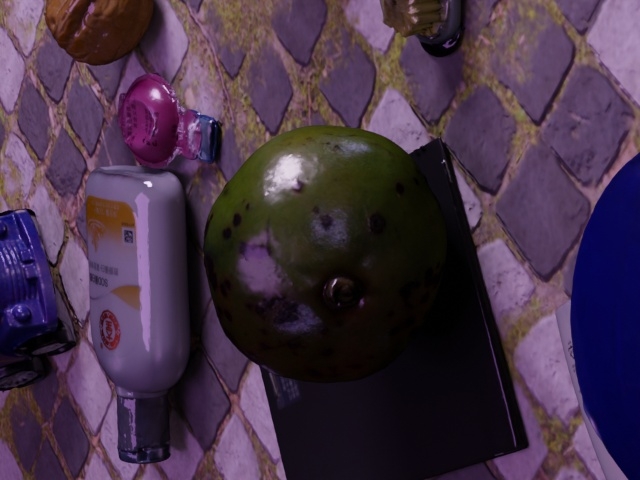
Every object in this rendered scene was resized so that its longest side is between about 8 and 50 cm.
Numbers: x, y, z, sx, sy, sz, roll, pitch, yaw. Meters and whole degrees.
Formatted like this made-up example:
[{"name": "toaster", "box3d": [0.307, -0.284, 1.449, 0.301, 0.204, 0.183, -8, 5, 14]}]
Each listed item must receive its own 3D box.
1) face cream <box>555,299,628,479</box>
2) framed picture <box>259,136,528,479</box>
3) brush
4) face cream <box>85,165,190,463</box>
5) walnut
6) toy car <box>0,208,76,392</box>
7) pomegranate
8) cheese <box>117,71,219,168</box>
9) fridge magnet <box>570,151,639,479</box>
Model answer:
[{"name": "face cream", "box3d": [0.215, 0.125, 1.337, 0.072, 0.051, 0.182, -43, 60, 53]}, {"name": "framed picture", "box3d": [0.039, 0.086, 1.621, 0.339, 0.014, 0.255, -29, 73, 54]}, {"name": "brush", "box3d": [0.062, -0.287, 1.464, 0.068, 0.060, 0.296, 6, 102, 57]}, {"name": "face cream", "box3d": [-0.179, 0.074, 1.882, 0.144, 0.071, 0.291, 14, 109, 53]}, {"name": "walnut", "box3d": [-0.211, -0.227, 1.845, 0.124, 0.105, 0.105, -46, 58, 32]}, {"name": "toy car", "box3d": [-0.382, 0.072, 2.098, 0.235, 0.158, 0.172, -39, 65, 52]}, {"name": "pomegranate", "box3d": [0.000, 0.000, 1.508, 0.248, 0.202, 0.202, -104, 18, -69]}, {"name": "cheese", "box3d": [-0.148, -0.111, 1.828, 0.145, 0.038, 0.095, 21, 114, 42]}, {"name": "fridge magnet", "box3d": [0.260, 0.059, 1.204, 0.265, 0.113, 0.265, 16, 110, 52]}]
